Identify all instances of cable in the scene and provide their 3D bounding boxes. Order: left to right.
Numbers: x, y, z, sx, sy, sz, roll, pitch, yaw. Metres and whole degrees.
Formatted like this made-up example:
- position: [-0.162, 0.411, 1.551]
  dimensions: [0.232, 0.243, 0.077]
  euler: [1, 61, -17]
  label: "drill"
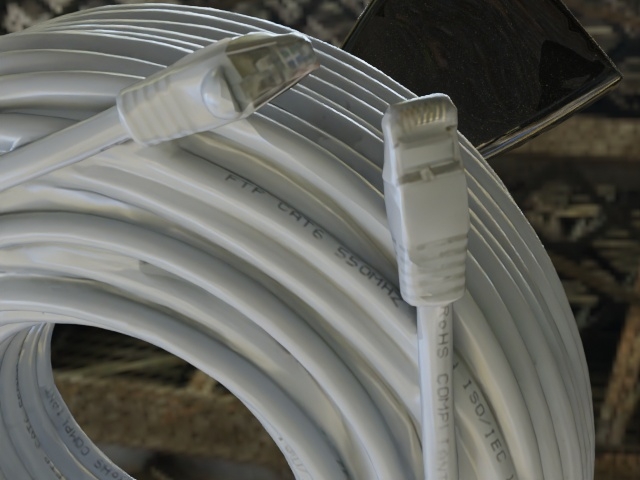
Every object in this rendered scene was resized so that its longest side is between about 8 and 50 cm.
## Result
- position: [-0.049, 0.058, 0.475]
  dimensions: [0.257, 0.257, 0.089]
  euler: [-5, -154, 23]
  label: "cable"

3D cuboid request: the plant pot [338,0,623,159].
- position: [0.118, -0.146, 1.305]
  dimensions: [0.167, 0.187, 0.188]
  euler: [-40, 177, 8]
  label: "plant pot"
